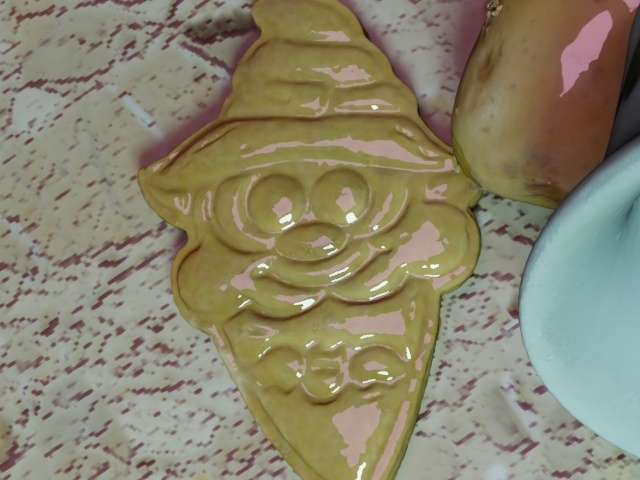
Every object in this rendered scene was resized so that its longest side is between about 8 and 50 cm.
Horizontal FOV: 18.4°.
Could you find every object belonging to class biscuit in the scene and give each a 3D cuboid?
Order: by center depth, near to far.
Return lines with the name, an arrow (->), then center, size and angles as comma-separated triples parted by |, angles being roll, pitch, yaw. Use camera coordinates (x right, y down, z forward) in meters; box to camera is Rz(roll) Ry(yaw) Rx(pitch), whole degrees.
biscuit -> 0.000, 0.000, 0.899 | 0.162, 0.035, 0.250 | -12, 75, 13

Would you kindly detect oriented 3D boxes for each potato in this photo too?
potato -> 0.125, -0.088, 0.846 | 0.178, 0.109, 0.118 | -52, 38, -4

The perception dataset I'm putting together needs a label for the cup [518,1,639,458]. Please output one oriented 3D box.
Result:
cup -> 0.246, -0.037, 0.712 | 0.347, 0.347, 0.163 | -3, 59, 12
